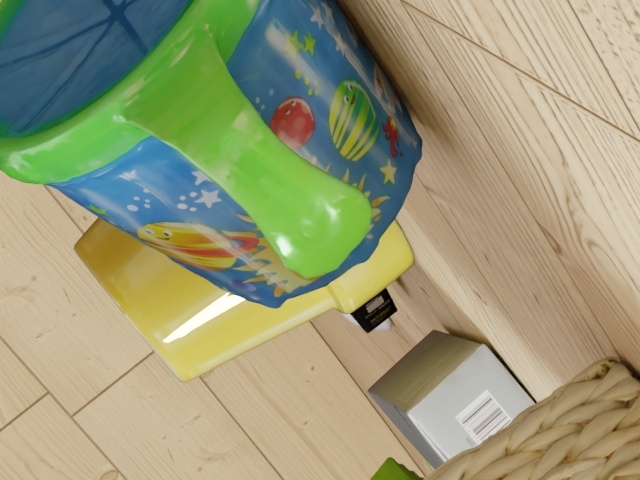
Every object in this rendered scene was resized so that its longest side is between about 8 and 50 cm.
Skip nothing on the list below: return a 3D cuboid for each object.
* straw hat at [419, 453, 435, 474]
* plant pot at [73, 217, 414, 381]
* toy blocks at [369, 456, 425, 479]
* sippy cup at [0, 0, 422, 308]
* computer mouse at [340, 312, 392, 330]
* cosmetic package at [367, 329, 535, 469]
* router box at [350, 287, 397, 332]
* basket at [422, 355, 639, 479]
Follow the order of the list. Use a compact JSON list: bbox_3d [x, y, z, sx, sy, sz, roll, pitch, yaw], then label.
[{"bbox_3d":[0.175,0.213,1.852,0.144,0.144,0.061,50,133,18],"label":"straw hat"},{"bbox_3d":[-0.083,-0.004,1.634,0.254,0.239,0.254,50,174,7],"label":"plant pot"},{"bbox_3d":[0.240,0.438,2.243,0.381,0.191,0.261,44,-165,27],"label":"toy blocks"},{"bbox_3d":[-0.063,-0.082,1.108,0.224,0.240,0.305,42,-140,-33],"label":"sippy cup"},{"bbox_3d":[0.017,0.046,2.227,0.193,0.042,0.106,51,174,3],"label":"computer mouse"},{"bbox_3d":[0.133,0.164,1.684,0.127,0.107,0.238,49,172,-3],"label":"cosmetic package"},{"bbox_3d":[0.000,0.000,1.854,0.179,0.046,0.133,49,174,28],"label":"router box"},{"bbox_3d":[0.168,0.302,1.123,0.266,0.331,0.328,55,178,41],"label":"basket"}]
